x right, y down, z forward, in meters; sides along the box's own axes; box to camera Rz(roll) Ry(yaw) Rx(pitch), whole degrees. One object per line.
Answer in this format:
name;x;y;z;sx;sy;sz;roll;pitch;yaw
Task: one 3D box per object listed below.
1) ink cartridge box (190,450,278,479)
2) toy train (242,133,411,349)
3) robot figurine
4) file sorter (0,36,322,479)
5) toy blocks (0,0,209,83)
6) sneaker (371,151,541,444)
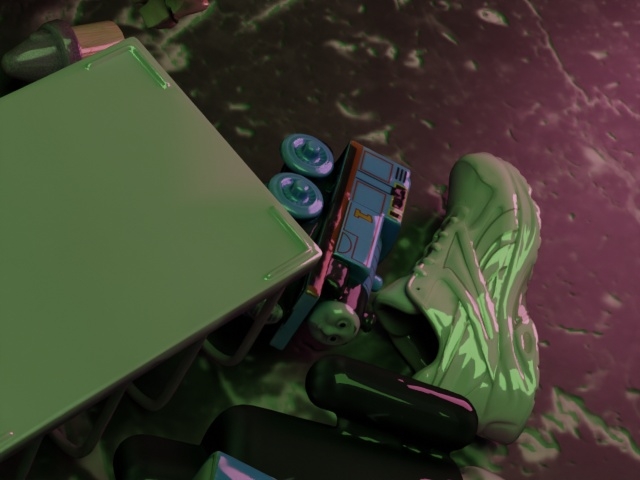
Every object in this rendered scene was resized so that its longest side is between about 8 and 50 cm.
ink cartridge box;0.015;0.285;0.897;0.307;0.223;0.129;29;28;-14
toy train;0.000;0.000;1.193;0.105;0.080;0.184;24;41;-8
robot figurine;0.004;0.198;1.022;0.278;0.209;0.174;16;42;-11
file sorter;-0.182;0.040;1.051;0.277;0.173;0.193;-31;73;-34
toy blocks;-0.255;-0.245;1.134;0.260;0.288;0.309;-14;68;-35
sneaker;0.095;0.029;1.221;0.115;0.090;0.232;9;56;-12
